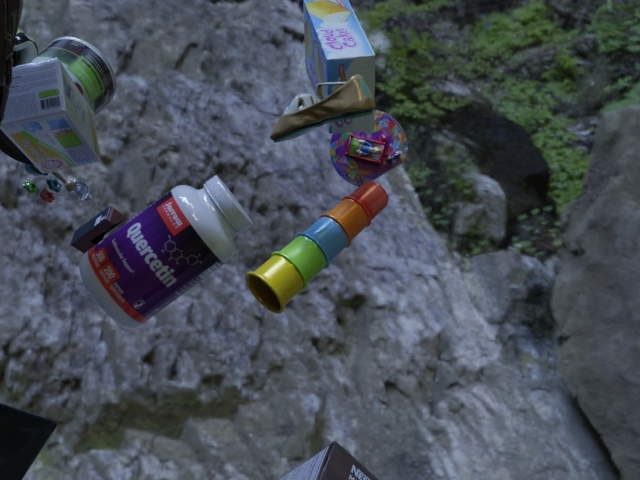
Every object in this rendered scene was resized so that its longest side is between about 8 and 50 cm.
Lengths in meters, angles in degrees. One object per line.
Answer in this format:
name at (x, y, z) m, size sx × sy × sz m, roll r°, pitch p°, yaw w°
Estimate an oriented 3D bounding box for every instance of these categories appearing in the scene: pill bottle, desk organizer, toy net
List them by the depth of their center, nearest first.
pill bottle at (-0.299, 0.015, 1.520) m, size 0.323 × 0.181 × 0.181 m, roll -37°, pitch 29°, yaw 0°
desk organizer at (-0.484, -0.020, 1.682) m, size 0.130 × 0.050 × 0.047 m, roll -30°, pitch 37°, yaw 29°
toy net at (-0.664, -0.144, 1.982) m, size 0.045 × 0.232 × 0.122 m, roll -33°, pitch 59°, yaw 20°

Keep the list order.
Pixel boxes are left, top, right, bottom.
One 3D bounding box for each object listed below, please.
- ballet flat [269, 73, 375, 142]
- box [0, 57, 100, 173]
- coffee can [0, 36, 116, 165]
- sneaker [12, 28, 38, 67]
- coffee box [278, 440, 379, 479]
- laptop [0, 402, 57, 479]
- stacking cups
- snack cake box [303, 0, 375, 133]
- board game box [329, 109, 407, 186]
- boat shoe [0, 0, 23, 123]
ballet flat at (-0.003, -0.224, 1.300) m, size 0.232 × 0.080 × 0.073 m, roll -11°, pitch 97°, yaw 42°
box at (-0.464, -0.208, 1.322) m, size 0.203 × 0.114 × 0.103 m, roll 85°, pitch 172°, yaw -73°
coffee can at (-0.645, -0.338, 1.842) m, size 0.201 × 0.201 × 0.275 m, roll -57°, pitch 6°, yaw 42°
sneaker at (-0.660, -0.244, 1.409) m, size 0.147 × 0.145 × 0.385 m, roll 15°, pitch 77°, yaw 33°
coffee box at (-0.028, 0.484, 1.260) m, size 0.297 × 0.168 × 0.119 m, roll -42°, pitch 8°, yaw 28°
laptop at (-0.667, 0.309, 1.074) m, size 0.408 × 0.382 × 0.236 m, roll -56°, pitch 38°, yaw 1°
stacking cups at (0.000, 0.000, 1.432) m, size 0.316 × 0.096 × 0.096 m, roll -43°, pitch 6°, yaw -28°
snack cake box at (0.032, -0.334, 1.440) m, size 0.264 × 0.089 × 0.152 m, roll -106°, pitch 12°, yaw -49°
board game box at (0.102, -0.199, 1.640) m, size 0.133 × 0.168 × 0.033 m, roll 59°, pitch -179°, yaw -1°
boat shoe at (-0.324, -0.172, 0.722) m, size 0.095 × 0.095 × 0.257 m, roll 66°, pitch 148°, yaw 22°
